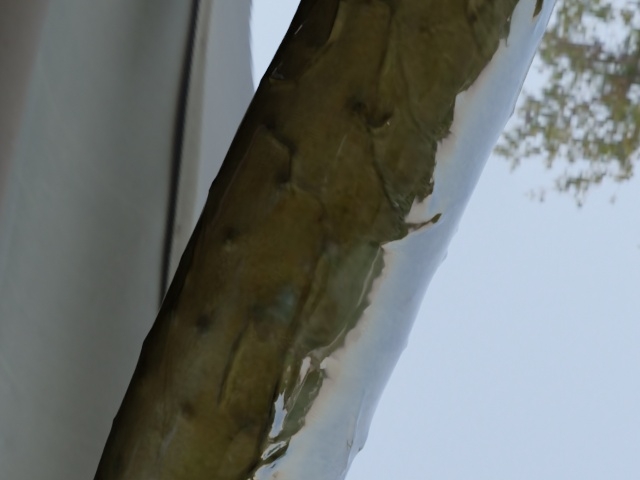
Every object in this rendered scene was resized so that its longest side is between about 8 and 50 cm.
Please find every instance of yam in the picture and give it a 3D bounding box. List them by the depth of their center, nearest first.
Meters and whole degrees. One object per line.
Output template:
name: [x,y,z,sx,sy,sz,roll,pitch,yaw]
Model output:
yam: [0.000,0.000,0.421,0.083,0.083,0.371,24,-81,19]
